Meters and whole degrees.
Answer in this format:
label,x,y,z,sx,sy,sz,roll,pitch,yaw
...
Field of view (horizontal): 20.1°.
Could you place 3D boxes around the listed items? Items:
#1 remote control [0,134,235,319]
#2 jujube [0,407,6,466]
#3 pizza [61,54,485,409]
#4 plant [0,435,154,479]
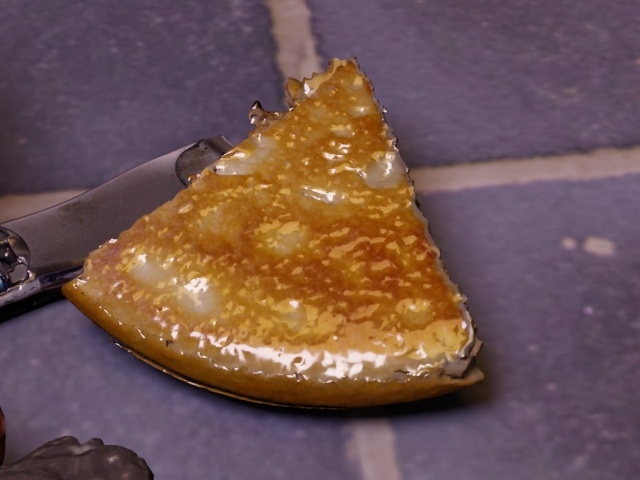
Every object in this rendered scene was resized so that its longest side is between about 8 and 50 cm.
label,x,y,z,sx,sy,sz,roll,pitch,yaw
remote control,-0.127,0.001,0.900,0.212,0.028,0.059,-24,47,-20
jujube,-0.242,0.103,0.709,0.236,0.168,0.168,-17,46,-37
pizza,0.000,0.000,0.873,0.201,0.053,0.193,17,59,16
plant,-0.148,0.190,0.630,0.149,0.146,0.274,33,54,25
